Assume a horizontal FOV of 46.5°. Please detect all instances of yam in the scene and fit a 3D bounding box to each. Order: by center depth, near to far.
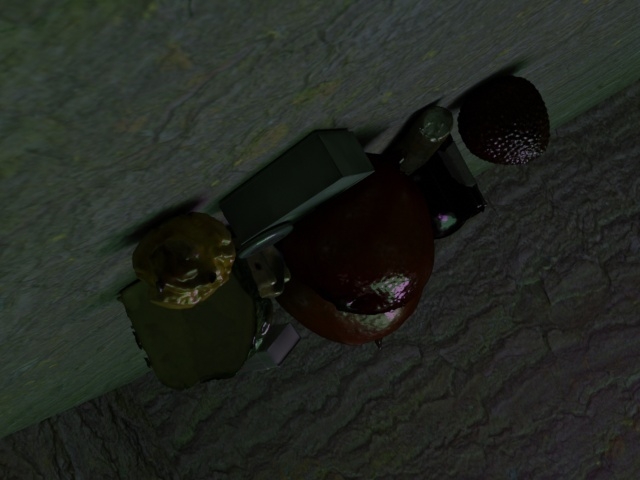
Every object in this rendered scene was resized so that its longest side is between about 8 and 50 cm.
[{"bbox_3d":[0.190,-0.187,1.585,0.083,0.083,0.371,-28,174,-15],"label":"yam"}]

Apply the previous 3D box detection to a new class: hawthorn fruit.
[{"bbox_3d":[0.067,-0.011,1.403,0.295,0.311,0.295,-7,161,-2],"label":"hawthorn fruit"},{"bbox_3d":[0.076,0.083,1.798,0.403,0.402,0.403,-29,174,-3],"label":"hawthorn fruit"}]

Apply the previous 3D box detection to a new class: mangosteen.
[{"bbox_3d":[0.323,-0.132,2.132,0.228,0.228,0.265,-40,-155,60],"label":"mangosteen"}]

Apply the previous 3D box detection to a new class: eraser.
[{"bbox_3d":[-0.149,0.235,1.591,0.225,0.052,0.095,-18,-158,44],"label":"eraser"}]

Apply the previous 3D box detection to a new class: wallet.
[{"bbox_3d":[0.289,-0.152,1.650,0.072,0.220,0.262,-25,175,1],"label":"wallet"}]

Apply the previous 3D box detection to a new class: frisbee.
[{"bbox_3d":[-0.095,0.002,1.284,0.110,0.014,0.110,-29,175,-3],"label":"frisbee"}]

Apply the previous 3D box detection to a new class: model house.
[{"bbox_3d":[-0.200,0.134,1.549,0.321,0.261,0.266,-26,179,27],"label":"model house"}]

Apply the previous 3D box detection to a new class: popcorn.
[{"bbox_3d":[-0.215,0.032,1.169,0.167,0.149,0.152,-55,-162,15],"label":"popcorn"}]

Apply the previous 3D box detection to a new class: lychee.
[{"bbox_3d":[0.379,-0.242,1.544,0.195,0.194,0.194,-29,174,-3],"label":"lychee"}]

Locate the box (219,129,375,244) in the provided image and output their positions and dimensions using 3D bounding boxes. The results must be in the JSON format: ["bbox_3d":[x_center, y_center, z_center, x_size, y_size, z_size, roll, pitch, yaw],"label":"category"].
[{"bbox_3d":[-0.040,-0.090,1.243,0.225,0.086,0.129,-33,174,28],"label":"box"}]
